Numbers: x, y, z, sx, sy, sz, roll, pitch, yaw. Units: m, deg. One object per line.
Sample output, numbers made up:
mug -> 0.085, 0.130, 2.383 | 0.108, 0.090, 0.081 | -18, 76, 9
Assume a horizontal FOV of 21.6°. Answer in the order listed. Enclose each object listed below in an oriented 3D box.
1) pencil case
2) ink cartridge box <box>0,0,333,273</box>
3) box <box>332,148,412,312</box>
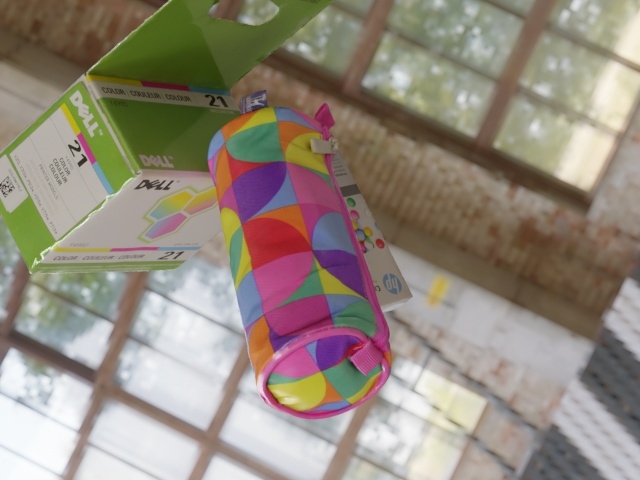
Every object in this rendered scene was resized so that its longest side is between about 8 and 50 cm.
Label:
pencil case -> -0.016, 0.007, 1.166 | 0.104, 0.104, 0.236 | 109, 155, -46
ink cartridge box -> -0.101, -0.084, 1.269 | 0.255, 0.097, 0.189 | -38, -19, 27
box -> 0.000, 0.000, 1.790 | 0.145, 0.186, 0.038 | -14, -16, -42
